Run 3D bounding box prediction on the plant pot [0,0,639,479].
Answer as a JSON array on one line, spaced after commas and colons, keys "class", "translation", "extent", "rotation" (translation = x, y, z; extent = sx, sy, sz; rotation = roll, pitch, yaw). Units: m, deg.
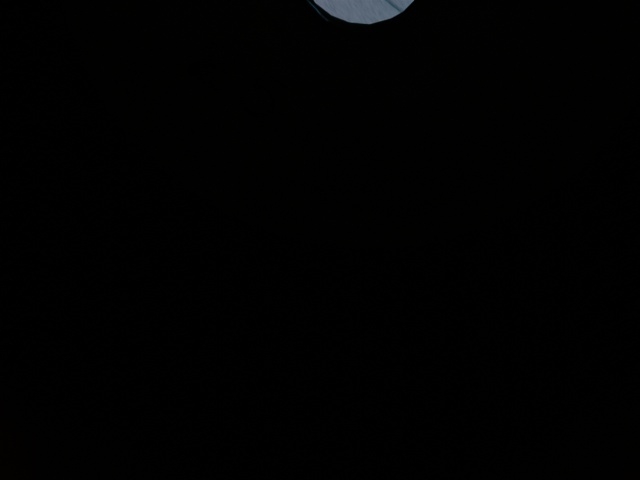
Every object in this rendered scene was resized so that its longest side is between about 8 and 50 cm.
[{"class": "plant pot", "translation": [-0.001, -0.030, 0.396], "extent": [0.323, 0.323, 0.280], "rotation": [53, 19, -16]}]
